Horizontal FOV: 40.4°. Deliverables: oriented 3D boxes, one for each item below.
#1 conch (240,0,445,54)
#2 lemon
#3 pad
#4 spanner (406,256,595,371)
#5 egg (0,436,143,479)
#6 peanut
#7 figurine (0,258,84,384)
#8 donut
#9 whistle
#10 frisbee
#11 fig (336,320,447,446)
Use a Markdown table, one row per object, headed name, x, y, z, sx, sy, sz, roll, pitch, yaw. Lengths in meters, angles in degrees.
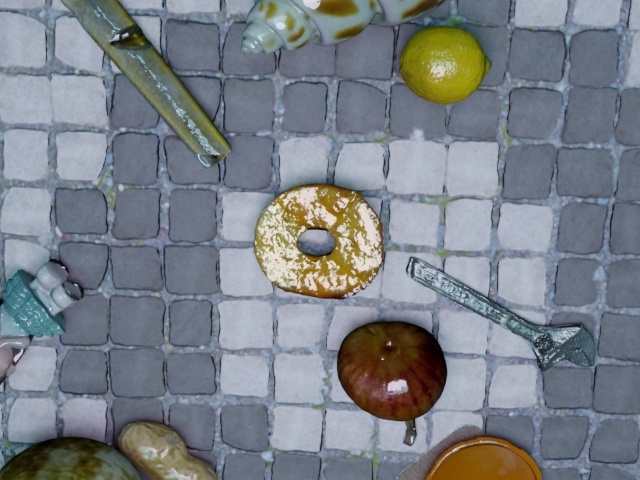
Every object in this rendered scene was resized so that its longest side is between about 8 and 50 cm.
| name | x | y | z | sx | sy | sz | roll | pitch | yaw |
| --- | --- | --- | --- | --- | --- | --- | --- | --- | --- |
| conch | 0.051 | -0.367 | 1.154 | 0.368 | 0.197 | 0.249 | -35 | 118 | 12 |
| lemon | 0.172 | -0.244 | 1.212 | 0.133 | 0.109 | 0.109 | -2 | 100 | -7 |
| pad | 0.255 | 0.430 | 1.383 | 0.176 | 0.002 | 0.266 | -40 | 97 | 8 |
| spanner | 0.273 | 0.111 | 1.316 | 0.325 | 0.026 | 0.093 | 29 | 98 | -3 |
| egg | -0.380 | 0.411 | 1.267 | 0.289 | 0.238 | 0.238 | -28 | 100 | 39 |
| peanut | -0.231 | 0.338 | 1.341 | 0.174 | 0.080 | 0.080 | 38 | 98 | -9 |
| figurine | -0.472 | 0.124 | 1.294 | 0.245 | 0.110 | 0.138 | -39 | 88 | 4 |
| donut | 0.000 | -0.002 | 1.277 | 0.190 | 0.074 | 0.174 | -11 | 101 | 7 |
| whistle | -0.246 | -0.240 | 1.247 | 0.326 | 0.057 | 0.068 | 51 | 142 | -7 |
| frisbee | 0.252 | 0.394 | 1.356 | 0.192 | 0.035 | 0.192 | 0 | 101 | 0 |
| fig | 0.121 | 0.198 | 1.283 | 0.149 | 0.148 | 0.202 | -26 | 143 | 33 |
